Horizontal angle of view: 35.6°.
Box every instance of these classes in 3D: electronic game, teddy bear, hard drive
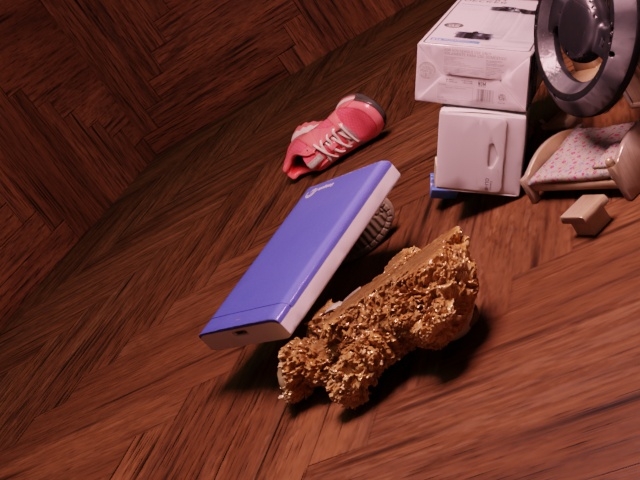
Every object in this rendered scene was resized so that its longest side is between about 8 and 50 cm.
[{"bbox_3d":[0.337,-0.271,1.265,0.048,0.229,0.229,-4,9,-17],"label":"electronic game"},{"bbox_3d":[0.076,0.111,1.260,0.338,0.113,0.245,-36,9,25],"label":"teddy bear"},{"bbox_3d":[-0.030,0.022,1.464,0.210,0.040,0.319,-17,31,52],"label":"hard drive"}]

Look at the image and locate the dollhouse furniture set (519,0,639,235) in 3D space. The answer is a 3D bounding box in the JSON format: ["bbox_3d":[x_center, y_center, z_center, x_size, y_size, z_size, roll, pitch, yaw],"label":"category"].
[{"bbox_3d":[0.340,-0.180,1.380,0.355,0.174,0.303,-42,18,-21],"label":"dollhouse furniture set"}]

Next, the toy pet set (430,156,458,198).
[{"bbox_3d":[0.232,-0.090,1.574,0.114,0.065,0.122,2,28,3],"label":"toy pet set"}]

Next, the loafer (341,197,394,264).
[{"bbox_3d":[0.000,0.000,1.658,0.268,0.102,0.092,-33,23,10],"label":"loafer"}]

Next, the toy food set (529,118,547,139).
[{"bbox_3d":[0.316,-0.167,1.645,0.122,0.019,0.078,-32,18,10],"label":"toy food set"}]

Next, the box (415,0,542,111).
[{"bbox_3d":[0.259,-0.291,1.511,0.169,0.087,0.290,10,29,19],"label":"box"}]

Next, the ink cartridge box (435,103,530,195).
[{"bbox_3d":[0.249,-0.163,1.502,0.127,0.128,0.176,5,28,12],"label":"ink cartridge box"}]

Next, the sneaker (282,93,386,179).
[{"bbox_3d":[0.028,-0.211,2.192,0.314,0.116,0.136,-25,29,51],"label":"sneaker"}]
